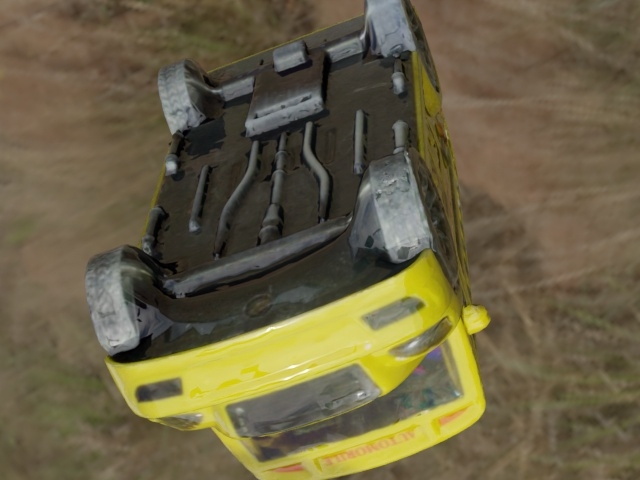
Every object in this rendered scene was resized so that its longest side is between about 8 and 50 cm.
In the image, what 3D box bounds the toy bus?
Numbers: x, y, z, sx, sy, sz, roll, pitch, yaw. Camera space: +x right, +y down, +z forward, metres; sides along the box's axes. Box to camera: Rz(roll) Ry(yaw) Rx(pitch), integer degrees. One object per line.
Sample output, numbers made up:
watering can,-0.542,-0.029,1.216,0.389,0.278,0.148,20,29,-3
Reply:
toy bus,0.000,0.000,0.751,0.144,0.330,0.152,-19,114,11
